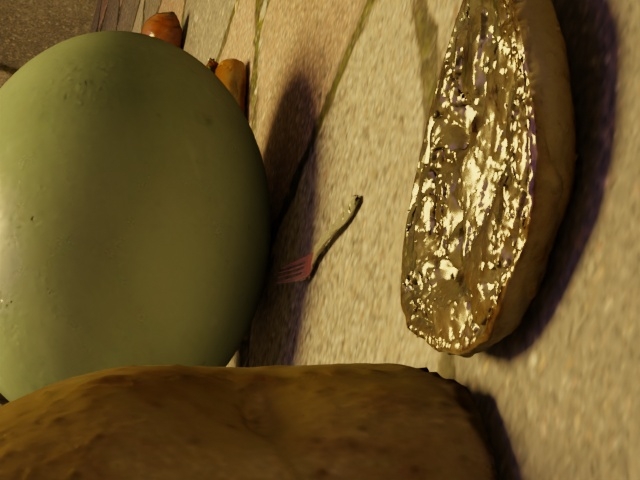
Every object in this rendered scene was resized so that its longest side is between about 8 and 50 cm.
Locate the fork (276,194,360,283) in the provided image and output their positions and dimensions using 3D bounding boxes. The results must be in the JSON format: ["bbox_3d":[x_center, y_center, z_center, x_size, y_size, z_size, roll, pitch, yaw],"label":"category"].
[{"bbox_3d":[0.001,0.001,0.846,0.115,0.012,0.016,133,142,-58],"label":"fork"}]

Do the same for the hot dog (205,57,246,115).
[{"bbox_3d":[-0.083,-0.093,1.210,0.056,0.041,0.133,116,161,-46],"label":"hot dog"}]

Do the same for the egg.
[{"bbox_3d":[-0.132,-0.008,0.990,0.203,0.203,0.283,116,159,-48],"label":"egg"}]

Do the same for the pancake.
[{"bbox_3d":[0.060,-0.030,0.581,0.158,0.028,0.158,-172,90,-79],"label":"pancake"}]

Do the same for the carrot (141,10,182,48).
[{"bbox_3d":[-0.184,-0.142,1.698,0.048,0.048,0.216,-135,53,-75],"label":"carrot"}]

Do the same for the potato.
[{"bbox_3d":[-0.061,0.160,0.539,0.242,0.242,0.285,140,142,-70],"label":"potato"}]

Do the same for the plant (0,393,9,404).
[{"bbox_3d":[-0.263,0.056,1.531,0.178,0.204,0.234,-63,24,18],"label":"plant"}]
